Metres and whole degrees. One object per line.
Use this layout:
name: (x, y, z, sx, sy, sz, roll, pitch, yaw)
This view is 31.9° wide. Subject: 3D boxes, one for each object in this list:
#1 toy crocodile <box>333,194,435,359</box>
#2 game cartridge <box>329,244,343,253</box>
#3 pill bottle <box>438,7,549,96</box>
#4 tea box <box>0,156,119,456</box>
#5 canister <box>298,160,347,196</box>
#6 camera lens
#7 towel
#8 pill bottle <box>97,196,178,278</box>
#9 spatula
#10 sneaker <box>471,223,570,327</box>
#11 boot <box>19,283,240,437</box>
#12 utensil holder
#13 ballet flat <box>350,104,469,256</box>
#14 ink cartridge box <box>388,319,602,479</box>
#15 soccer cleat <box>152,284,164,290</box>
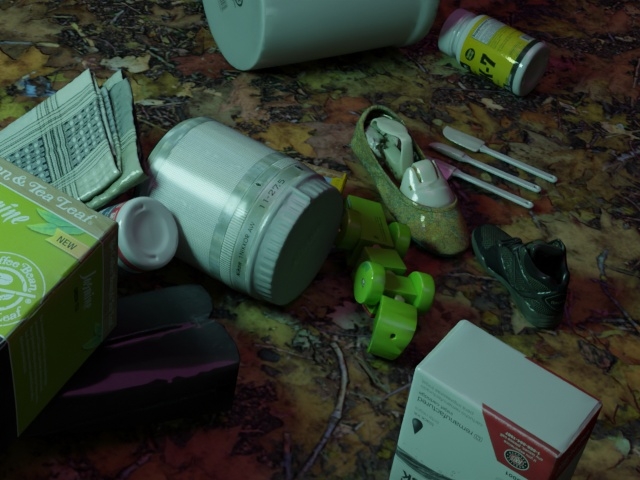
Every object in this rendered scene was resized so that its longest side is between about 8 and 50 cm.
toy crocodile: (0.087, 0.045, 1.757, 0.115, 0.105, 0.340, 12, 34, -23)
game cartridge: (0.000, 0.000, 1.851, 0.083, 0.017, 0.056, -2, 45, -14)
pill bottle: (0.355, -0.392, 2.310, 0.208, 0.119, 0.119, 33, 45, 26)
tea box: (-0.461, 0.068, 1.312, 0.329, 0.220, 0.323, 28, 51, 11)
canister: (-0.047, -0.090, 1.895, 0.170, 0.073, 0.126, 15, 29, 3)
camera lens: (-0.132, -0.048, 1.720, 0.274, 0.219, 0.219, 27, 43, 20)
towel: (-0.421, -0.122, 1.742, 0.324, 0.056, 0.312, -29, 40, 7)
pill bottle: (-0.305, 0.005, 1.652, 0.180, 0.108, 0.108, -15, 21, 41)
spatula: (0.304, -0.131, 2.072, 0.242, 0.019, 0.168, 27, 37, 18)
sneaker: (0.328, 0.022, 1.807, 0.087, 0.130, 0.227, -7, 41, -23)
boot: (-0.370, 0.113, 1.530, 0.445, 0.146, 0.367, -12, 54, -19)
utensil holder: (-0.007, -0.519, 2.230, 0.385, 0.328, 0.327, -16, 46, -25)
ballet flat: (0.154, -0.116, 1.944, 0.123, 0.123, 0.348, -10, 44, -23)
ink cartridge box: (0.203, 0.264, 1.380, 0.197, 0.273, 0.114, 31, 48, 23)
soccer cleat: (-0.218, 0.094, 1.685, 0.083, 0.029, 0.035, 36, 37, 24)
